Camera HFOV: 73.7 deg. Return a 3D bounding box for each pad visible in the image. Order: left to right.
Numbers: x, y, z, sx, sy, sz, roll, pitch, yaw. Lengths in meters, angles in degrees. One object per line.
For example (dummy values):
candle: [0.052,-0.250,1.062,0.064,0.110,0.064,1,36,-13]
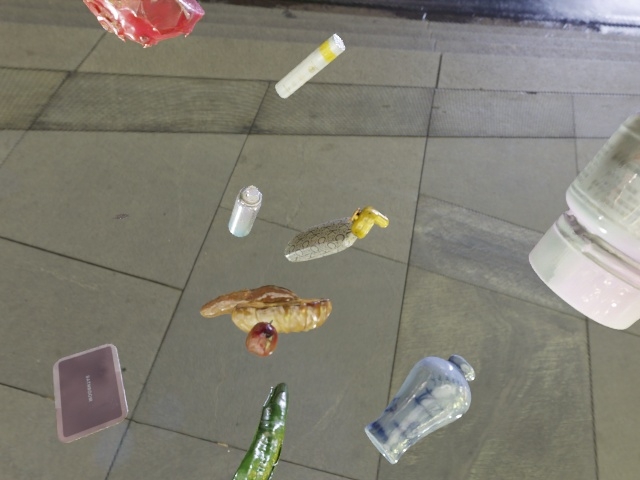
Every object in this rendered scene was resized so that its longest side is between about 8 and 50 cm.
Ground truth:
pad: [-0.660,0.424,1.220,0.175,0.002,0.266,-15,49,-22]

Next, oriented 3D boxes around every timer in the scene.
timer: [0.149,-0.052,1.346,0.109,0.107,0.107,35,62,-1]

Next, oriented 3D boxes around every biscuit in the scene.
biscuit: [-0.120,0.239,1.365,0.324,0.325,0.107,-4,83,-14]

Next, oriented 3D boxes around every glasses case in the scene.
glasses case: [0.000,0.000,1.651,0.085,0.354,0.137,50,45,-26]

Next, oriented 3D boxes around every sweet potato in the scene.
sweet potato: [-0.254,0.220,1.553,0.353,0.106,0.096,-7,107,-9]

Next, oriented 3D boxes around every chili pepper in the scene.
chili pepper: [-0.105,0.372,0.743,0.076,0.085,0.359,-12,19,18]

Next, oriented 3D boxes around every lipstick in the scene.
lipstick: [-0.039,-0.556,1.377,0.059,0.263,0.059,31,46,-38]

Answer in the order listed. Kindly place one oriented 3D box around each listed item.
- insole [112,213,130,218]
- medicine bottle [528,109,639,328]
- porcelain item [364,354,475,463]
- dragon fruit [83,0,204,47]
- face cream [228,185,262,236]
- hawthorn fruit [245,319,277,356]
insole: [-0.663,-0.081,1.421,0.044,0.135,0.002,1,100,-13]
medicine bottle: [0.521,-0.029,0.695,0.240,0.302,0.241,20,31,-13]
porcelain item: [0.216,0.345,0.902,0.259,0.141,0.141,-35,76,-17]
dragon fruit: [-0.343,-0.461,0.809,0.189,0.261,0.163,26,91,35]
face cream: [-0.227,-0.092,1.300,0.075,0.229,0.075,9,61,-17]
hawthorn fruit: [-0.130,0.221,0.957,0.077,0.077,0.077,5,63,-10]
